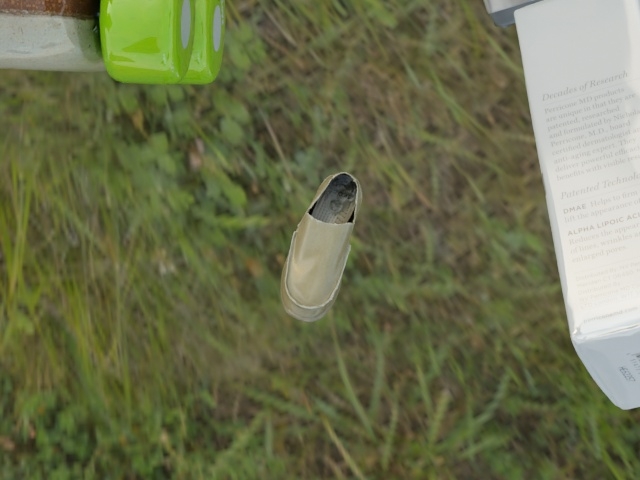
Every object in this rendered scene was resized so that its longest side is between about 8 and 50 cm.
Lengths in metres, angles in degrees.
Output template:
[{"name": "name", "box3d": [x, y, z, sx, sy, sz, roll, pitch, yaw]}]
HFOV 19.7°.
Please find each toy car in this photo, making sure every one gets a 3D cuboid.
[{"name": "toy car", "box3d": [-0.122, -0.161, 0.754, 0.155, 0.149, 0.188, 3, 95, 6]}]

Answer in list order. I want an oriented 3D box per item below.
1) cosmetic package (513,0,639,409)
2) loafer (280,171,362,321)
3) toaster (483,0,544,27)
[{"name": "cosmetic package", "box3d": [0.184, -0.030, 1.112, 0.085, 0.231, 0.117, -16, 149, 15]}, {"name": "loafer", "box3d": [0.000, 0.000, 1.625, 0.056, 0.050, 0.148, 12, 67, 5]}, {"name": "toaster", "box3d": [0.202, -0.274, 1.552, 0.129, 0.227, 0.146, -25, 98, -31]}]
